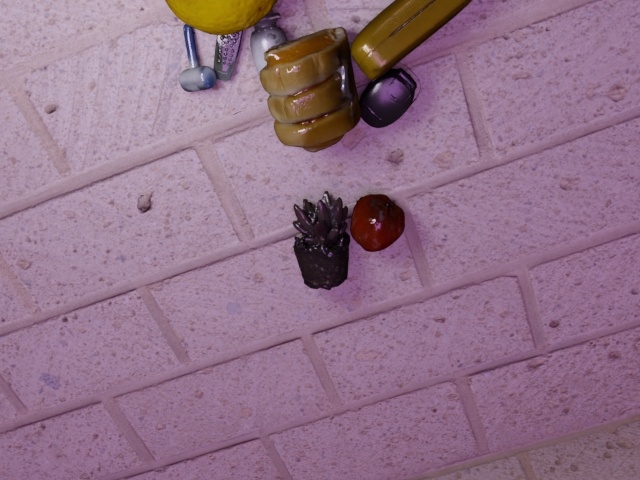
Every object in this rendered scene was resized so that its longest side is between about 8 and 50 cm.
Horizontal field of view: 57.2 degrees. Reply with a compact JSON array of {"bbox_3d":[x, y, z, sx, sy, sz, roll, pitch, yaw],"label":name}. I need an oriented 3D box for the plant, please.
[{"bbox_3d":[0.000,0.000,1.948,0.181,0.194,0.321,3,115,23],"label":"plant"}]

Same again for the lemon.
[{"bbox_3d":[-0.263,-0.708,1.506,0.349,0.387,0.350,8,118,16],"label":"lemon"}]

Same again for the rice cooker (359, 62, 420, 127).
[{"bbox_3d":[0.205,-0.440,1.786,0.142,0.118,0.203,41,109,-19],"label":"rice cooker"}]

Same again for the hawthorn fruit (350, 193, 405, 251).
[{"bbox_3d":[0.181,-0.051,1.958,0.185,0.185,0.202,23,132,-12],"label":"hawthorn fruit"}]

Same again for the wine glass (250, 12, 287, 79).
[{"bbox_3d":[-0.147,-0.559,1.722,0.111,0.111,0.205,-10,112,3],"label":"wine glass"}]

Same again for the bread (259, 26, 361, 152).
[{"bbox_3d":[-0.004,-0.417,1.685,0.210,0.300,0.342,14,123,39],"label":"bread"}]

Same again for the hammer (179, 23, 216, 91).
[{"bbox_3d":[-0.376,-0.544,1.744,0.116,0.069,0.194,1,106,31],"label":"hammer"}]

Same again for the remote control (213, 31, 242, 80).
[{"bbox_3d":[-0.274,-0.587,1.743,0.072,0.042,0.222,13,114,-8],"label":"remote control"}]

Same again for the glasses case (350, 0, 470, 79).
[{"bbox_3d":[0.244,-0.613,1.652,0.371,0.173,0.141,-39,94,0],"label":"glasses case"}]
